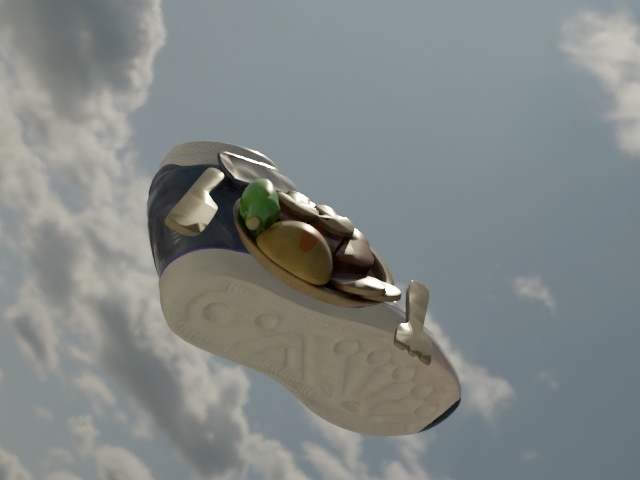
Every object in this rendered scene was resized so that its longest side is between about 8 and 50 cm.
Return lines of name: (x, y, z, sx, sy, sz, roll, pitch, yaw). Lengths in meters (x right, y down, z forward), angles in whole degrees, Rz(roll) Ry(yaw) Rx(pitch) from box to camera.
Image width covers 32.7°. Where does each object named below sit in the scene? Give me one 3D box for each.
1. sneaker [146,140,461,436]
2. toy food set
sneaker: (-0.014, 0.023, 0.995, 0.130, 0.323, 0.236, -44, -146, 27)
toy food set: (0.000, 0.000, 0.735, 0.192, 0.132, 0.038, 29, -68, -5)
